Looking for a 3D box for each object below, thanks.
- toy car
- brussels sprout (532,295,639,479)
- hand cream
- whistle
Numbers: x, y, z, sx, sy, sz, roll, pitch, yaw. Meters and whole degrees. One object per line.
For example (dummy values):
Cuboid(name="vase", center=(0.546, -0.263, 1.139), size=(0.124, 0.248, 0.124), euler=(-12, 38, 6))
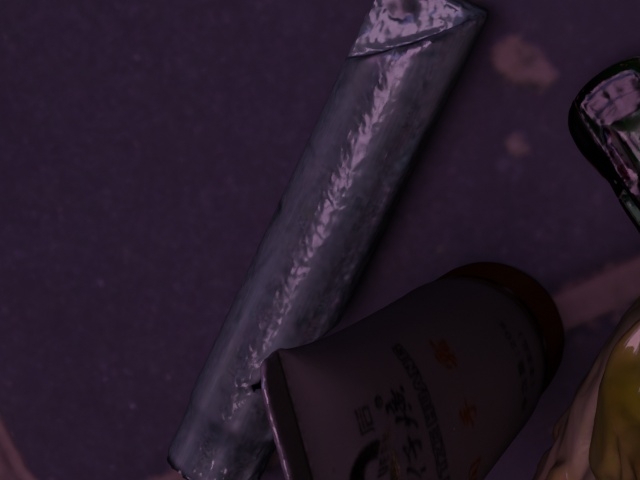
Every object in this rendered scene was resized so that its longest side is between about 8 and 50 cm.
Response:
Cuboid(name="toy car", center=(0.184, -0.028, 1.002), size=(0.069, 0.055, 0.142), euler=(-33, 92, 21))
Cuboid(name="brussels sprout", center=(0.250, 0.090, 0.878), size=(0.344, 0.344, 0.268), euler=(-12, 76, 21))
Cuboid(name="hand cream", center=(0.038, 0.079, 0.937), size=(0.089, 0.314, 0.139), euler=(-10, 101, 24))
Cuboid(name="whistle", center=(0.000, 0.000, 1.069), size=(0.062, 0.062, 0.312), euler=(29, 109, 11))
